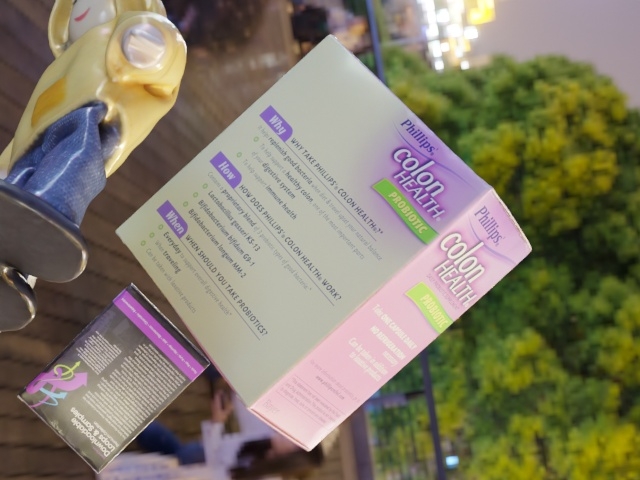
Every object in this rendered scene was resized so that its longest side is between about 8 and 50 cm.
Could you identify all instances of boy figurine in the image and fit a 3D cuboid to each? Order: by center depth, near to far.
[{"bbox_3d":[-0.143,-0.082,0.807,0.092,0.177,0.285,35,41,-20],"label":"boy figurine"}]

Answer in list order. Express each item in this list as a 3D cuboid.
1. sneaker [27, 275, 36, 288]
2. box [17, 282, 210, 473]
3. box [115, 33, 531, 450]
[{"bbox_3d":[-0.324,0.056,1.193,0.297,0.111,0.129,-30,132,-88],"label":"sneaker"},{"bbox_3d":[-0.210,0.140,1.373,0.116,0.162,0.029,46,-5,-7],"label":"box"},{"bbox_3d":[0.000,0.000,1.075,0.213,0.243,0.117,48,2,35],"label":"box"}]
